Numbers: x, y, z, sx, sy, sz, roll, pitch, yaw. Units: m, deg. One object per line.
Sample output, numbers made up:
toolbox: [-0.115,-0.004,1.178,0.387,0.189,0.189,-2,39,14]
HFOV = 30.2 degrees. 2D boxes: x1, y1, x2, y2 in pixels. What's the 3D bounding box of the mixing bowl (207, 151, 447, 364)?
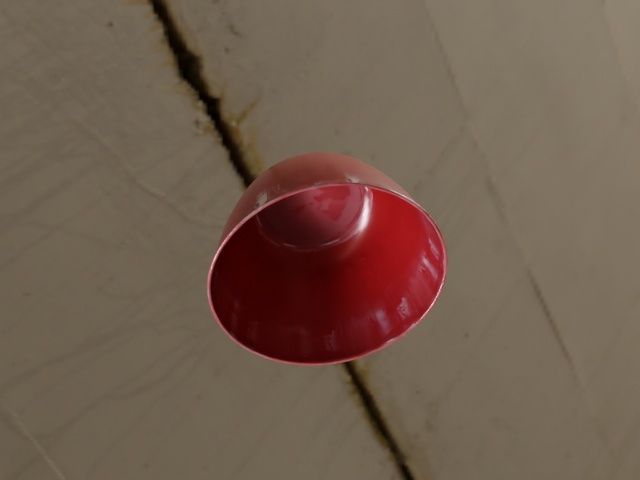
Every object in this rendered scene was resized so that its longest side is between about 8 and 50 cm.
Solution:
mixing bowl: [0.000,0.000,0.917,0.181,0.181,0.098,51,-163,-37]
